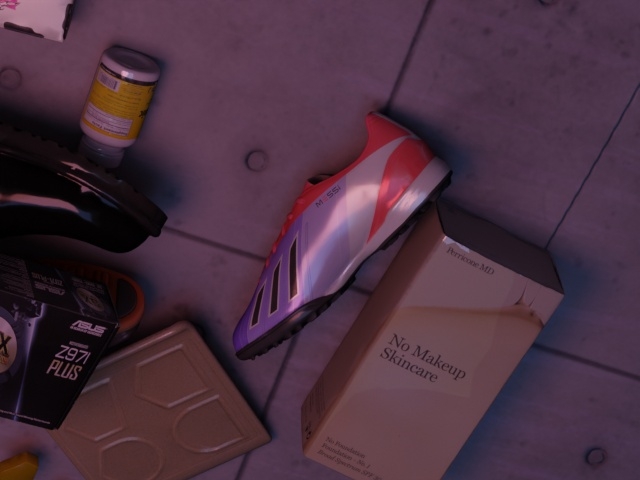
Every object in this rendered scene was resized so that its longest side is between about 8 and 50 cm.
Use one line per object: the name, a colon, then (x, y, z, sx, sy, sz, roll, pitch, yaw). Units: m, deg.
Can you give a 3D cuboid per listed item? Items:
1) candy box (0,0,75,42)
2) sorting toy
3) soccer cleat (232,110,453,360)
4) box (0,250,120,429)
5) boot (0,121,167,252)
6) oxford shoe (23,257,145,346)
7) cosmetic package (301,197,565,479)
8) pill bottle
candy box: (-0.304, -0.330, 1.734, 0.159, 0.071, 0.233, 14, 113, -7)
sorting toy: (-0.237, 0.217, 1.990, 0.307, 0.041, 0.229, -25, 129, 9)
soccer cleat: (0.000, 0.000, 1.892, 0.116, 0.108, 0.318, 45, 109, 2)
box: (-0.317, 0.096, 1.762, 0.180, 0.077, 0.147, 20, 115, -30)
boot: (-0.359, 0.007, 1.814, 0.348, 0.131, 0.260, 23, 86, -2)
oxford shoe: (-0.359, 0.115, 1.927, 0.364, 0.130, 0.133, -9, 133, 9)
cosmetic package: (0.119, 0.126, 1.938, 0.160, 0.113, 0.309, 25, 113, -13)
pill bottle: (-0.214, -0.137, 1.830, 0.065, 0.065, 0.116, 19, 113, -10)
